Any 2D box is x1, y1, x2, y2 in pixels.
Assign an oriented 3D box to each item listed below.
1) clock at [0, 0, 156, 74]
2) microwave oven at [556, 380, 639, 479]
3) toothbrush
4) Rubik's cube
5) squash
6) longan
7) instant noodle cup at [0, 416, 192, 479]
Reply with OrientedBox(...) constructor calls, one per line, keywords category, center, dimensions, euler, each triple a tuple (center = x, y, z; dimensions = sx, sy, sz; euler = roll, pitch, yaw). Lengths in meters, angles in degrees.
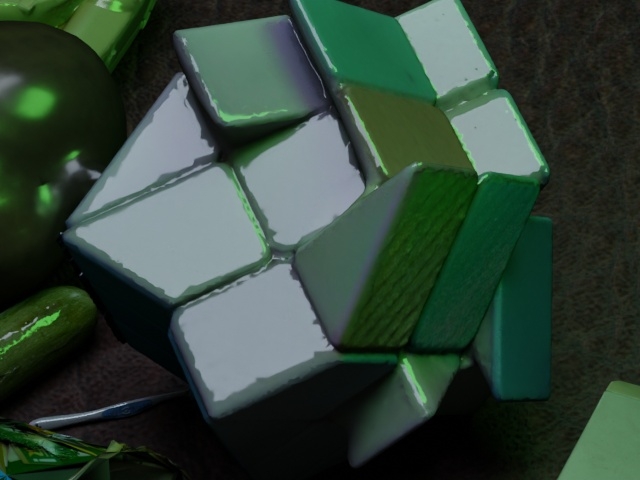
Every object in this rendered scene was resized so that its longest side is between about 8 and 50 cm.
OrientedBox(category="clock", center=(-0.353, -0.287, 2.049), dimensions=(0.348, 0.117, 0.286), euler=(28, 46, -2))
OrientedBox(category="microwave oven", center=(0.233, 0.252, 1.361), dimensions=(0.145, 0.240, 0.194), euler=(13, 45, 21))
OrientedBox(category="toothbrush", center=(-0.173, 0.145, 1.712), dimensions=(0.162, 0.014, 0.017), euler=(-11, 23, -3))
OrientedBox(category="Rubik's cube", center=(0.000, 0.000, 1.548), dimensions=(0.368, 0.387, 0.358), euler=(-25, 71, -3))
OrientedBox(category="squash", center=(-0.295, 0.112, 1.726), dimensions=(0.239, 0.069, 0.069), euler=(-35, 48, -27))
OrientedBox(category="longan", center=(-0.306, -0.067, 1.797), dimensions=(0.300, 0.243, 0.300), euler=(-7, 61, 13))
OrientedBox(category="instant noodle cup", center=(-0.226, 0.239, 1.474), dimensions=(0.178, 0.240, 0.240), euler=(17, 47, 35))
